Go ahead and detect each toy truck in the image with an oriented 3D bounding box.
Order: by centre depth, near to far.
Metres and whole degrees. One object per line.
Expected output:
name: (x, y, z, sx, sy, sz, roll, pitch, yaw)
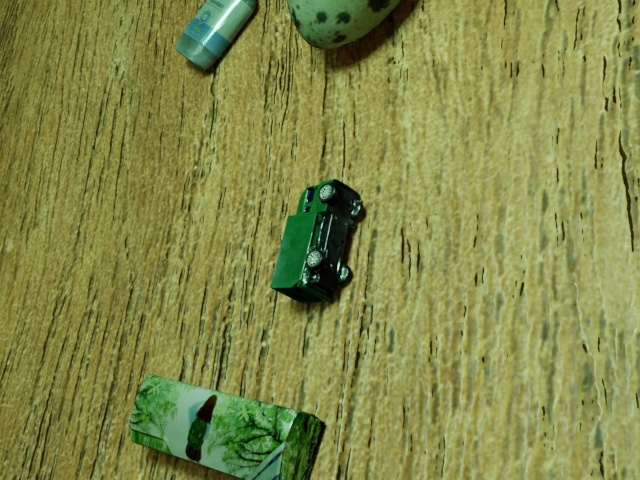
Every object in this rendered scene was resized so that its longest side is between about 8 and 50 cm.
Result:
toy truck: (0.000, 0.000, 1.125, 0.079, 0.065, 0.147, -3, 66, 43)

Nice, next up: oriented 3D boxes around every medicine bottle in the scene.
medicine bottle: (-0.152, -0.377, 1.474, 0.208, 0.054, 0.090, -53, 45, 3)

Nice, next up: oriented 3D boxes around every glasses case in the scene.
glasses case: (-0.124, 0.231, 1.101, 0.272, 0.062, 0.095, 3, 69, 42)

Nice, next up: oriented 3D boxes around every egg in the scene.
egg: (0.035, -0.370, 1.228, 0.177, 0.177, 0.228, 27, 97, 45)
